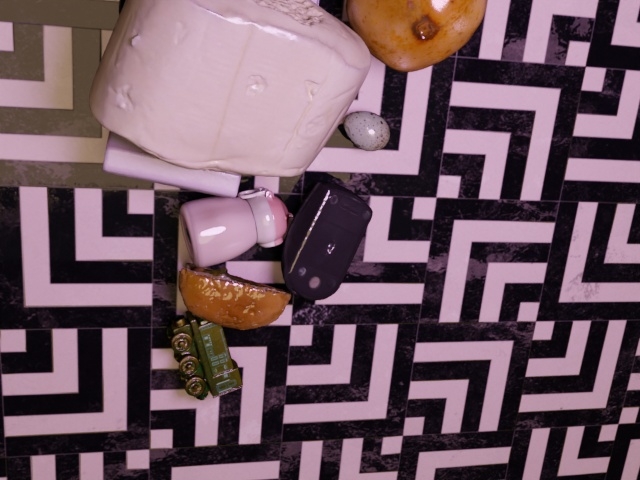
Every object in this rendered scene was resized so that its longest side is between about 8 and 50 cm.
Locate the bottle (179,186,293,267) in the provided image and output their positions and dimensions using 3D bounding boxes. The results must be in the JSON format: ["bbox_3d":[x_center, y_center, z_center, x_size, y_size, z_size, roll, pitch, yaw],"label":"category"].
[{"bbox_3d":[-0.179,-0.036,1.616,0.236,0.147,0.147,-14,112,-17],"label":"bottle"}]

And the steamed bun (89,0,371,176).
[{"bbox_3d":[-0.172,-0.324,1.386,0.456,0.290,0.371,15,128,-28],"label":"steamed bun"}]

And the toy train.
[{"bbox_3d":[-0.275,0.266,1.725,0.137,0.090,0.225,-18,112,-14],"label":"toy train"}]

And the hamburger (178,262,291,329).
[{"bbox_3d":[-0.204,0.132,1.660,0.262,0.124,0.131,18,87,-18],"label":"hamburger"}]

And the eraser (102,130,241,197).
[{"bbox_3d":[-0.306,-0.162,1.518,0.270,0.174,0.095,12,105,-17],"label":"eraser"}]

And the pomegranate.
[{"bbox_3d":[0.197,-0.480,1.463,0.307,0.307,0.307,-4,110,-12],"label":"pomegranate"}]

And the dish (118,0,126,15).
[{"bbox_3d":[-0.264,-0.508,1.445,0.243,0.080,0.182,8,127,-20],"label":"dish"}]

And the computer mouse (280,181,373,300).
[{"bbox_3d":[0.000,0.000,1.683,0.170,0.100,0.269,25,92,-40],"label":"computer mouse"}]

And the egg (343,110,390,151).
[{"bbox_3d":[0.102,-0.245,1.635,0.110,0.085,0.085,20,103,-14],"label":"egg"}]
